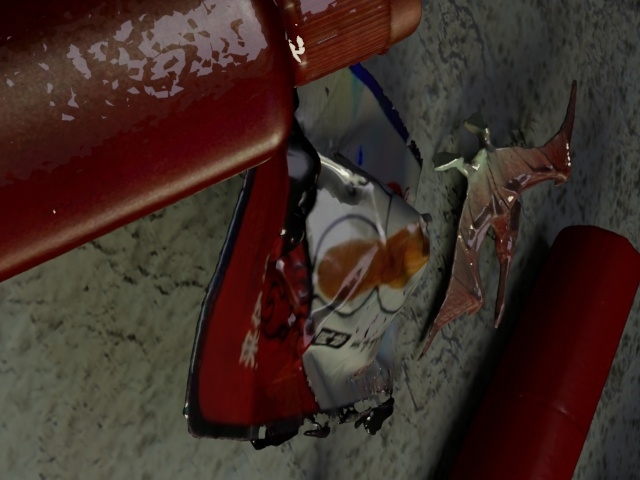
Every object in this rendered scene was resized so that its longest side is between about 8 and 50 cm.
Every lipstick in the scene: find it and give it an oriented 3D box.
[{"bbox_3d":[0.127,0.116,0.846,0.073,0.073,0.280,55,51,-38],"label":"lipstick"}]

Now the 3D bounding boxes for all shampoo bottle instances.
[{"bbox_3d":[-0.090,-0.047,0.461,0.260,0.064,0.102,-26,110,-16],"label":"shampoo bottle"}]

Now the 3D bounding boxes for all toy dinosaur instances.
[{"bbox_3d":[0.105,-0.020,0.840,0.220,0.032,0.108,-54,136,-22],"label":"toy dinosaur"}]

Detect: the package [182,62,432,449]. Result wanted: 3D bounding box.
[{"bbox_3d":[0.000,0.000,0.647,0.269,0.071,0.194,21,68,-66],"label":"package"}]
